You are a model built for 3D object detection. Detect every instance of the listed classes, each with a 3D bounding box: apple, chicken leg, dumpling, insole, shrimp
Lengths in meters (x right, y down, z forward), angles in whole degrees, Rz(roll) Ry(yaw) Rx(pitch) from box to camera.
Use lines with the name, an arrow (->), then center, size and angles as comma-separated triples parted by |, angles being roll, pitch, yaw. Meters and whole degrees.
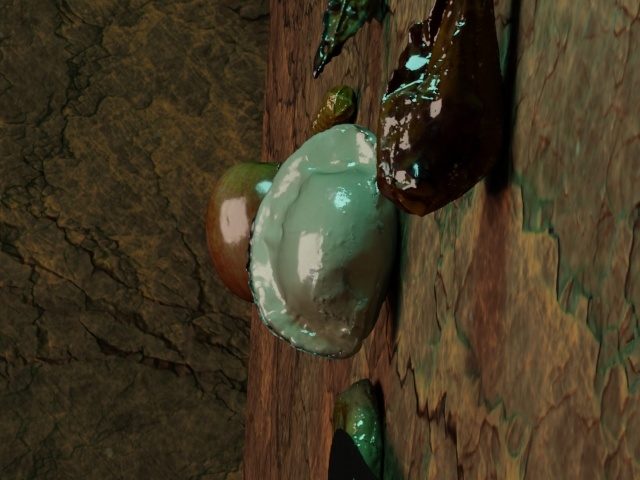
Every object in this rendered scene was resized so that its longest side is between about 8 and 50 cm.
apple -> -0.043, -0.010, 1.890 | 0.188, 0.188, 0.174 | -168, 75, -83
chicken leg -> 0.111, -0.166, 1.189 | 0.113, 0.093, 0.304 | 25, 103, 64
dumpling -> 0.000, 0.000, 1.641 | 0.142, 0.172, 0.247 | 29, -111, -64
insole -> 0.052, 0.275, 1.464 | 0.348, 0.009, 0.119 | -127, 42, -68
shrimp -> 0.045, -0.277, 1.868 | 0.117, 0.066, 0.262 | 78, -155, -58

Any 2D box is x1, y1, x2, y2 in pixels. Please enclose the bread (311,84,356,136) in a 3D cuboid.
bread -> 0.018, -0.166, 2.080 | 0.157, 0.044, 0.052 | 126, 153, -76

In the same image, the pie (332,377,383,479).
pie -> 0.034, 0.242, 1.682 | 0.187, 0.041, 0.187 | -177, 90, -83
